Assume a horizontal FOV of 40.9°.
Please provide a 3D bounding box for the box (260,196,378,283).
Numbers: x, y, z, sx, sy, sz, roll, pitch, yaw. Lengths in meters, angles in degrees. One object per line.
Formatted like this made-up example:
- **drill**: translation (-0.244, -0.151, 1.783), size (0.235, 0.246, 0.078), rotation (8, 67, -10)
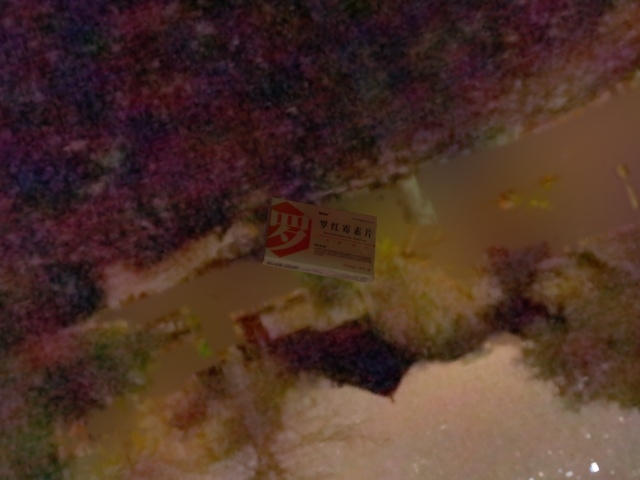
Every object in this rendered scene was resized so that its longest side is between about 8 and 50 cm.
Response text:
- **box**: translation (0.000, 0.000, 0.705), size (0.093, 0.058, 0.015), rotation (11, 152, -8)
